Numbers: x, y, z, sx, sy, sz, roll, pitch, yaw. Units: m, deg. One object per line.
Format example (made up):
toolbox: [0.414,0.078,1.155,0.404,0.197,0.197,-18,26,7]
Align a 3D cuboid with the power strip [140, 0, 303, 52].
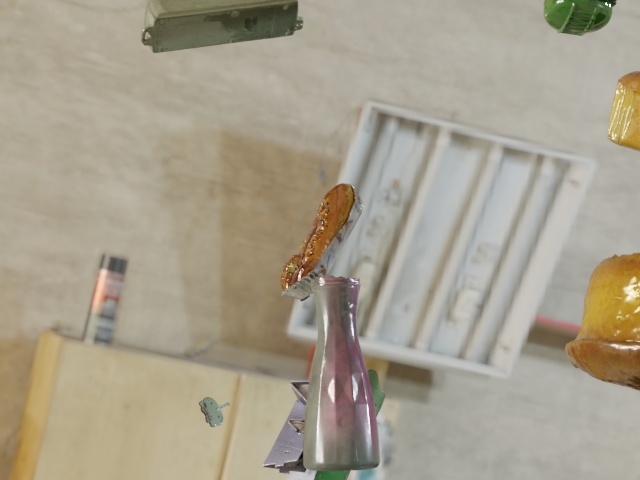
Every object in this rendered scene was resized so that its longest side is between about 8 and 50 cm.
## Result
power strip: [-0.158,-0.350,1.988,0.272,0.052,0.078,-11,-42,-20]

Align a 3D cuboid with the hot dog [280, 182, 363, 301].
hot dog: [0.000,0.000,1.805,0.059,0.191,0.108,32,-23,-14]

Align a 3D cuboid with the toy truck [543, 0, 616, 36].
toy truck: [0.316,-0.366,1.473,0.101,0.242,0.125,11,-17,-12]

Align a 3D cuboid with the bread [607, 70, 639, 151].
bread: [0.582,-0.199,2.036,0.179,0.133,0.250,4,17,-22]

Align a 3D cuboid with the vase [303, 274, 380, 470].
vase: [0.021,0.148,1.409,0.086,0.214,0.086,-2,-7,0]

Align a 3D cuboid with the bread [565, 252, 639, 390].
bread: [0.488,0.111,1.620,0.340,0.194,0.179,10,-13,19]

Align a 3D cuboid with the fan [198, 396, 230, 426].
fan: [-0.185,0.302,2.242,0.004,0.056,0.083,-34,-11,30]

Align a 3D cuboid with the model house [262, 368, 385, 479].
model house: [0.001,0.229,1.546,0.088,0.167,0.117,19,-22,22]
